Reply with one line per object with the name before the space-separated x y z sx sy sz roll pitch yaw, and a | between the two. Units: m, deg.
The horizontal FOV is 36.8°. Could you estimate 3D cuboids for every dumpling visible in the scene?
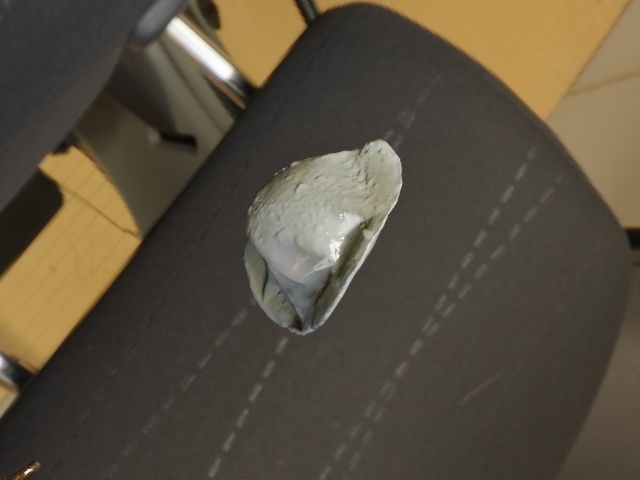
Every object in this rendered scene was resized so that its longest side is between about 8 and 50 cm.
dumpling | -0.006 0.000 1.213 0.243 0.175 0.227 103 -12 -53

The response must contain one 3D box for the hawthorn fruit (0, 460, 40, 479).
hawthorn fruit | -0.441 0.391 1.068 0.308 0.308 0.325 -41 -133 26
